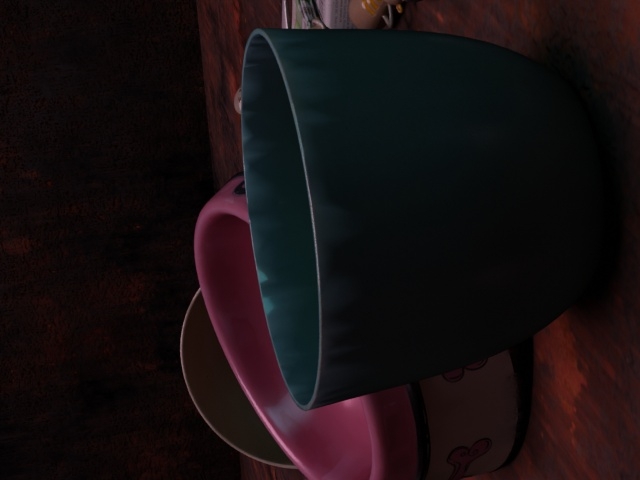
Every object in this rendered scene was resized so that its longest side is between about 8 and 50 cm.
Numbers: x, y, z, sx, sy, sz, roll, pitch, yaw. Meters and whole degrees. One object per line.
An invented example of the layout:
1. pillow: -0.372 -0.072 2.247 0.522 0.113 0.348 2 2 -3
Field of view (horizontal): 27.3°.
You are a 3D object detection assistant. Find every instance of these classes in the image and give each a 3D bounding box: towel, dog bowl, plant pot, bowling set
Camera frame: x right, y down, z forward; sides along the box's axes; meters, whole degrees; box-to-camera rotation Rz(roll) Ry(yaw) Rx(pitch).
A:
1. towel: -0.015 -0.220 1.597 0.113 0.023 0.152 97 163 -47
2. dog bowl: 0.019 0.085 1.323 0.408 0.150 0.408 48 153 34
3. plant pot: 0.079 -0.031 1.028 0.293 0.235 0.293 172 90 -79
4. plant pot: -0.015 0.127 1.693 0.191 0.284 0.284 -40 -55 -72
5. bowling set: 0.015 -0.149 1.426 0.154 0.200 0.287 154 103 -78

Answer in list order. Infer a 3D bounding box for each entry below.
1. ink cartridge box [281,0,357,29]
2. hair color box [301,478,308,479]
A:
1. ink cartridge box: 0.006 -0.259 1.696 0.261 0.066 0.296 -108 16 -50
2. hair color box: -0.061 0.453 1.890 0.110 0.339 0.185 106 154 -65
